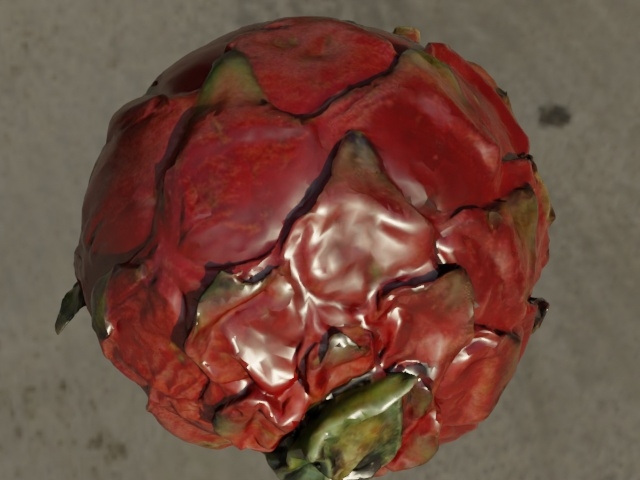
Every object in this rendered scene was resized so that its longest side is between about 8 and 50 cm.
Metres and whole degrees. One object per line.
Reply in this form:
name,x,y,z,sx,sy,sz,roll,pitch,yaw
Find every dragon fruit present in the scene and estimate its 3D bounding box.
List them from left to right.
dragon fruit,0.000,0.000,0.926,0.244,0.244,0.299,23,30,11
